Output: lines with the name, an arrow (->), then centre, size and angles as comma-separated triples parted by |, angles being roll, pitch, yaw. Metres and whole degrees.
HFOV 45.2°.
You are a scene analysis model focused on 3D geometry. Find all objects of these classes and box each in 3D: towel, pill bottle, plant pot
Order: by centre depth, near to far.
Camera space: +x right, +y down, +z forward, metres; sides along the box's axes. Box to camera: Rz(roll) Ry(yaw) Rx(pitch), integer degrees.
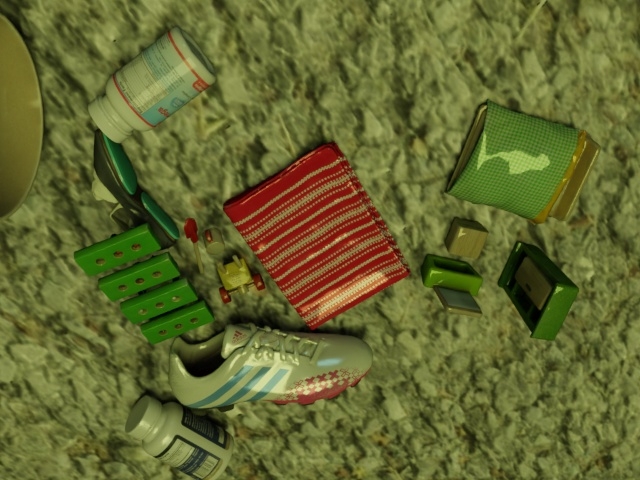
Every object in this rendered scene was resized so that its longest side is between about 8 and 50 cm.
plant pot -> -0.523, -0.150, 0.926 | 0.273, 0.256, 0.257 | 2, 118, 8
pill bottle -> -0.224, -0.201, 1.014 | 0.160, 0.087, 0.087 | -35, 117, 10
towel -> 0.000, 0.000, 1.187 | 0.198, 0.031, 0.275 | -30, 118, 8
pill bottle -> -0.237, 0.328, 1.284 | 0.169, 0.094, 0.094 | 37, 106, -24

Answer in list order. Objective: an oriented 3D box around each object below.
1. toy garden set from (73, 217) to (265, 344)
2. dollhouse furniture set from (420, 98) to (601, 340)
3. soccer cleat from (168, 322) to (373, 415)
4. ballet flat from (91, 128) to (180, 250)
toy garden set -> -0.209, 0.041, 1.126 | 0.203, 0.049, 0.244 | -22, 141, 2
dollhouse furniture set -> 0.296, -0.028, 1.150 | 0.197, 0.151, 0.302 | 12, 115, -15
soccer cleat -> -0.081, 0.189, 1.220 | 0.331, 0.116, 0.143 | -11, 124, -2
ballet flat -> -0.279, -0.061, 1.090 | 0.074, 0.074, 0.203 | -27, 120, 6
